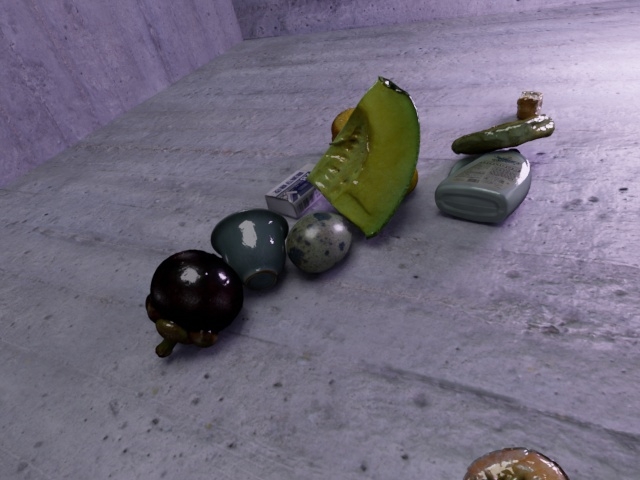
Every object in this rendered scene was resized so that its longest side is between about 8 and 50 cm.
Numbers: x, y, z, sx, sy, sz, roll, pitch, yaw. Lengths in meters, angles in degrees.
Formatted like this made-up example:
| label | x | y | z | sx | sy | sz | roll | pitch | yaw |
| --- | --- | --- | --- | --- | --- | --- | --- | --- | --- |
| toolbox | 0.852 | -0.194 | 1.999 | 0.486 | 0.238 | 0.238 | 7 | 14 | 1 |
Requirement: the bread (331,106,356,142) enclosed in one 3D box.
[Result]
| label | x | y | z | sx | sy | sz | roll | pitch | yaw |
| --- | --- | --- | --- | --- | --- | --- | --- | --- | --- |
| bread | 0.157 | -0.349 | 1.523 | 0.269 | 0.145 | 0.268 | -9 | 41 | 8 |

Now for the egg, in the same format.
| label | x | y | z | sx | sy | sz | roll | pitch | yaw |
| --- | --- | --- | --- | --- | --- | --- | --- | --- | --- |
| egg | 0.000 | 0.000 | 1.123 | 0.182 | 0.141 | 0.141 | -32 | 40 | -28 |

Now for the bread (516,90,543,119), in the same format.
| label | x | y | z | sx | sy | sz | roll | pitch | yaw |
| --- | --- | --- | --- | --- | --- | --- | --- | --- | --- |
| bread | 0.688 | -0.444 | 1.507 | 0.070 | 0.083 | 0.076 | 16 | 46 | 31 |

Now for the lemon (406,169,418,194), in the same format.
| label | x | y | z | sx | sy | sz | roll | pitch | yaw |
| --- | --- | --- | --- | --- | --- | --- | --- | --- | --- |
| lemon | 0.223 | -0.184 | 1.311 | 0.109 | 0.108 | 0.133 | -15 | 28 | 0 |

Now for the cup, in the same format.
| label | x | y | z | sx | sy | sz | roll | pitch | yaw |
| --- | --- | --- | --- | --- | --- | --- | --- | --- | --- |
| cup | -0.157 | 0.041 | 1.119 | 0.199 | 0.199 | 0.149 | -18 | 55 | -3 |

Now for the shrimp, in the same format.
| label | x | y | z | sx | sy | sz | roll | pitch | yaw |
| --- | --- | --- | --- | --- | --- | --- | --- | --- | --- |
| shrimp | 0.245 | 0.386 | 0.615 | 0.144 | 0.052 | 0.251 | 5 | 32 | 41 |

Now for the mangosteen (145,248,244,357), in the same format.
| label | x | y | z | sx | sy | sz | roll | pitch | yaw |
| --- | --- | --- | --- | --- | --- | --- | --- | --- | --- |
| mangosteen | -0.285 | 0.144 | 1.008 | 0.212 | 0.211 | 0.249 | 18 | 74 | 37 |

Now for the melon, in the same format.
| label | x | y | z | sx | sy | sz | roll | pitch | yaw |
| --- | --- | --- | --- | --- | --- | --- | --- | --- | --- |
| melon | 0.122 | -0.230 | 1.197 | 0.343 | 0.226 | 0.331 | -49 | 36 | 14 |

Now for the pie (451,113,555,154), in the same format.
| label | x | y | z | sx | sy | sz | roll | pitch | yaw |
| --- | --- | --- | --- | --- | --- | --- | --- | --- | --- |
| pie | 0.507 | -0.287 | 1.289 | 0.277 | 0.078 | 0.277 | -17 | 7 | 2 |

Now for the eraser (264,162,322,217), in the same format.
| label | x | y | z | sx | sy | sz | roll | pitch | yaw |
| --- | --- | --- | --- | --- | --- | --- | --- | --- | --- |
| eraser | -0.055 | -0.159 | 1.411 | 0.125 | 0.067 | 0.210 | 16 | 46 | 39 |

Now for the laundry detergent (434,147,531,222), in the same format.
| label | x | y | z | sx | sy | sz | roll | pitch | yaw |
| --- | --- | --- | --- | --- | --- | --- | --- | --- | --- |
| laundry detergent | 0.444 | -0.168 | 1.212 | 0.215 | 0.105 | 0.280 | 13 | 45 | 34 |
